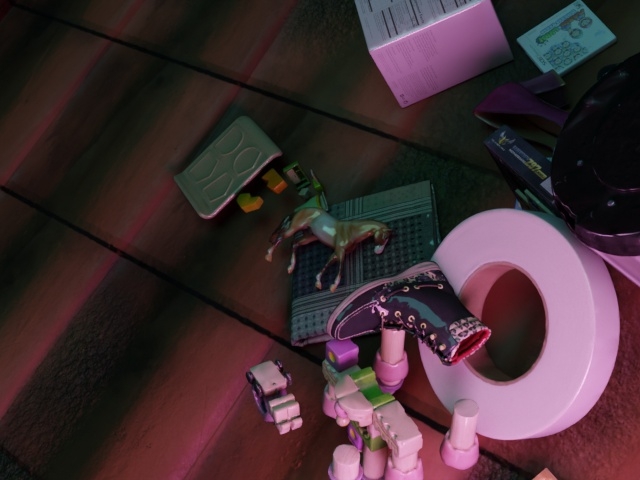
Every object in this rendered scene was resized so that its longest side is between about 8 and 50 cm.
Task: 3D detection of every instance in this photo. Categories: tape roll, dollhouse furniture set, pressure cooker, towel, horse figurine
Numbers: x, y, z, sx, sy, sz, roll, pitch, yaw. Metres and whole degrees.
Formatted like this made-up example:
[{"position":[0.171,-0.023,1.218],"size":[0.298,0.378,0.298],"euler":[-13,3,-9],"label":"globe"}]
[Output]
[{"position":[0.318,0.139,1.699],"size":[0.392,0.072,0.391],"euler":[-6,82,51],"label":"tape roll"},{"position":[-0.036,-0.104,2.136],"size":[0.076,0.058,0.151],"euler":[-29,35,10],"label":"dollhouse furniture set"},{"position":[0.616,-0.070,1.588],"size":[0.370,0.420,0.375],"euler":[-51,35,9],"label":"pressure cooker"},{"position":[0.093,0.047,2.017],"size":[0.324,0.056,0.312],"euler":[-15,53,21],"label":"towel"},{"position":[0.000,0.000,2.023],"size":[0.263,0.066,0.174],"euler":[23,78,36],"label":"horse figurine"}]

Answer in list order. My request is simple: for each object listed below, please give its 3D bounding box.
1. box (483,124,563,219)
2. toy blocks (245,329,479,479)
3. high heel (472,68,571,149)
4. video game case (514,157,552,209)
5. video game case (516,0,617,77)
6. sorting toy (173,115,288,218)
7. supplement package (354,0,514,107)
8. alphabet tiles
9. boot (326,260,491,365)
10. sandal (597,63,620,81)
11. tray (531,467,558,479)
[{"position":[0.401,-0.084,1.802],"size":[0.059,0.183,0.232],"euler":[-37,40,2],"label":"box"},{"position":[0.070,0.337,1.720],"size":[0.309,0.260,0.288],"euler":[-19,45,-22],"label":"toy blocks"},{"position":[0.427,-0.185,1.919],"size":[0.181,0.127,0.377],"euler":[-25,35,6],"label":"high heel"},{"position":[0.463,-0.106,1.934],"size":[0.166,0.015,0.119],"euler":[2,62,28],"label":"video game case"},{"position":[0.509,-0.415,2.097],"size":[0.157,0.019,0.143],"euler":[-32,52,6],"label":"video game case"},{"position":[-0.188,-0.140,2.244],"size":[0.229,0.041,0.307],"euler":[-41,40,0],"label":"sorting toy"},{"position":[0.238,-0.457,2.146],"size":[0.263,0.199,0.198],"euler":[-22,53,14],"label":"supplement package"},{"position":[0.426,0.010,1.764],"size":[0.009,0.198,0.237],"euler":[-38,51,-1],"label":"alphabet tiles"},{"position":[0.148,0.141,1.689],"size":[0.236,0.085,0.178],"euler":[-25,51,-21],"label":"boot"},{"position":[0.572,-0.242,1.927],"size":[0.097,0.054,0.254],"euler":[-11,56,10],"label":"sandal"},{"position":[0.403,0.566,1.516],"size":[0.203,0.076,0.411],"euler":[-40,52,-1],"label":"tray"}]
